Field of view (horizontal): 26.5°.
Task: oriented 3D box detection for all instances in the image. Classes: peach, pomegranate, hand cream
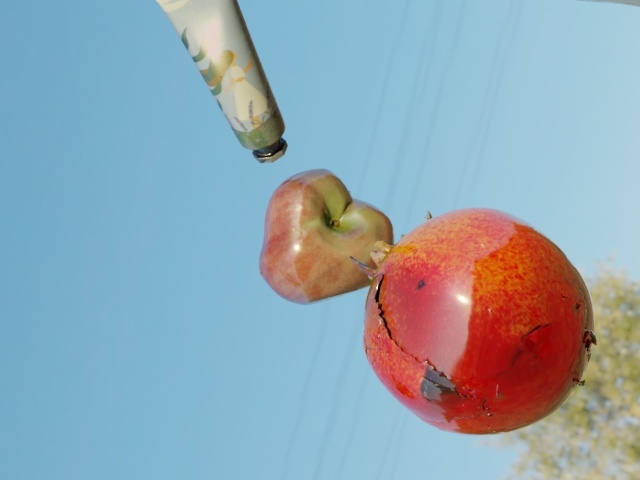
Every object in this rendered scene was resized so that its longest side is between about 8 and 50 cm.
[{"bbox_3d":[0.000,0.000,1.497,0.152,0.152,0.152,-46,-35,-48],"label":"peach"},{"bbox_3d":[0.135,0.065,1.223,0.210,0.235,0.210,-23,-45,-25],"label":"pomegranate"},{"bbox_3d":[-0.099,-0.189,1.459,0.055,0.088,0.256,-86,-22,-47],"label":"hand cream"}]

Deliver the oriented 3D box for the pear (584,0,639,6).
[{"bbox_3d":[0.259,-0.278,0.921,0.386,0.340,0.191,-37,30,49],"label":"pear"}]
